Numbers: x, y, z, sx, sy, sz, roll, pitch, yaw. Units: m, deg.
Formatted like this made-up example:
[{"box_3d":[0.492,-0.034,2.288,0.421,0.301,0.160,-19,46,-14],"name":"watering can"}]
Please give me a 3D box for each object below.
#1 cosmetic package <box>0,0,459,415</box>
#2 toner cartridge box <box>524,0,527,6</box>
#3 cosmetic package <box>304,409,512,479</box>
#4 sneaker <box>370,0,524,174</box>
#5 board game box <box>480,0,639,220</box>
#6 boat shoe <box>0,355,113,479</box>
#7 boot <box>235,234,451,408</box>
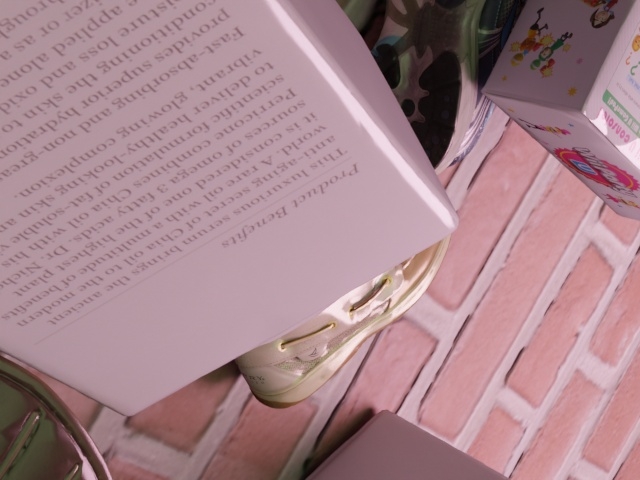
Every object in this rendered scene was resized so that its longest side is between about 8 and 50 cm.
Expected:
[{"box_3d":[-0.131,-0.097,0.590,0.230,0.161,0.453,-30,147,10],"name":"cosmetic package"},{"box_3d":[0.206,-0.328,0.982,0.165,0.075,0.347,-25,120,-34],"name":"toner cartridge box"},{"box_3d":[0.114,0.412,1.019,0.327,0.394,0.329,-40,132,-26],"name":"cosmetic package"},{"box_3d":[0.101,-0.186,0.963,0.122,0.110,0.283,-11,120,-61],"name":"sneaker"},{"box_3d":[0.273,-0.186,0.975,0.224,0.097,0.303,33,80,-44],"name":"board game box"},{"box_3d":[-0.235,0.080,0.682,0.307,0.104,0.110,44,73,-30],"name":"boat shoe"},{"box_3d":[0.000,0.000,0.948,0.213,0.077,0.165,-45,133,-17],"name":"boot"}]
